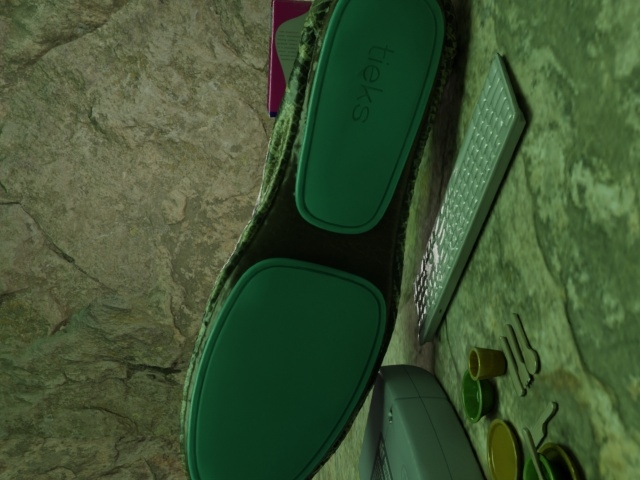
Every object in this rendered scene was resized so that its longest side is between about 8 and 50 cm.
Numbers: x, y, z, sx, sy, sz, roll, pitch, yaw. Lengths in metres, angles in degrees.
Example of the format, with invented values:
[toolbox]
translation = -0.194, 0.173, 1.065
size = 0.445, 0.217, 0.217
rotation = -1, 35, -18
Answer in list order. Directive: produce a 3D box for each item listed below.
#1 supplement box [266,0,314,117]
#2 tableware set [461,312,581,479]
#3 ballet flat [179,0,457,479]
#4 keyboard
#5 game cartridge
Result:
[supplement box]
translation = -0.046, -0.360, 1.285
size = 0.114, 0.111, 0.219
rotation = -107, 20, -68
[tableware set]
translation = 0.114, 0.128, 0.391
size = 0.154, 0.024, 0.104
rotation = -98, 12, -46
[ballet flat]
translation = 0.000, 0.000, 0.596
size = 0.182, 0.164, 0.482
rotation = -113, 39, -83
[keyboard]
translation = 0.105, -0.017, 0.508
size = 0.256, 0.014, 0.072
rotation = 100, 168, -47
[game cartridge]
translation = 0.083, 0.248, 0.502
size = 0.294, 0.060, 0.195
rotation = -101, 11, -56
